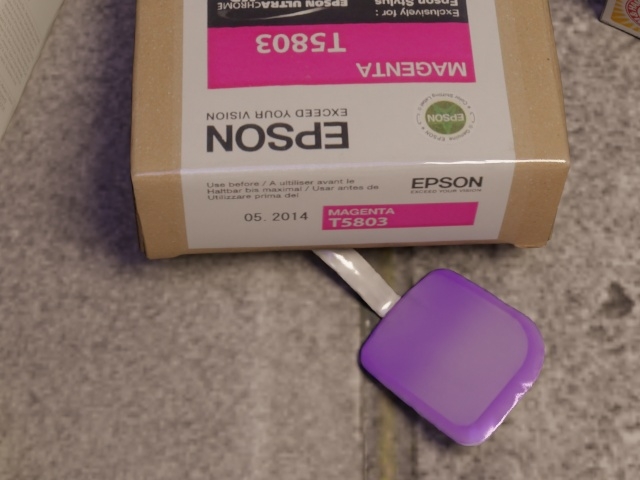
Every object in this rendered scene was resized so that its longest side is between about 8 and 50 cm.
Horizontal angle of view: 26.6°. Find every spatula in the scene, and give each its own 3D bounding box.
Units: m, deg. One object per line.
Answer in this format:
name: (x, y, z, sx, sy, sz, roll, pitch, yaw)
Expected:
spatula: (0.000, 0.000, 0.788, 0.296, 0.030, 0.084, 40, 75, 14)

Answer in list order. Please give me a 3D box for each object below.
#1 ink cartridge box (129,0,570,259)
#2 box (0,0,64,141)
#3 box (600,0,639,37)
ink cartridge box: (0.012, -0.095, 0.771, 0.234, 0.088, 0.193, -2, 59, -3)
box: (-0.231, -0.163, 0.819, 0.130, 0.091, 0.170, 18, 72, 8)
box: (0.281, -0.154, 0.790, 0.203, 0.114, 0.103, 27, 75, 11)
